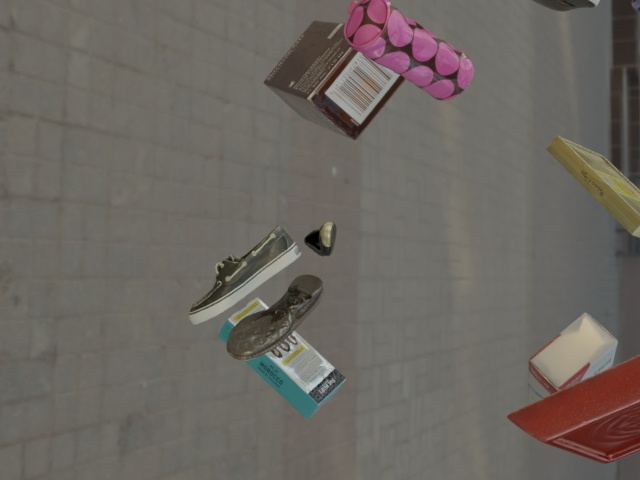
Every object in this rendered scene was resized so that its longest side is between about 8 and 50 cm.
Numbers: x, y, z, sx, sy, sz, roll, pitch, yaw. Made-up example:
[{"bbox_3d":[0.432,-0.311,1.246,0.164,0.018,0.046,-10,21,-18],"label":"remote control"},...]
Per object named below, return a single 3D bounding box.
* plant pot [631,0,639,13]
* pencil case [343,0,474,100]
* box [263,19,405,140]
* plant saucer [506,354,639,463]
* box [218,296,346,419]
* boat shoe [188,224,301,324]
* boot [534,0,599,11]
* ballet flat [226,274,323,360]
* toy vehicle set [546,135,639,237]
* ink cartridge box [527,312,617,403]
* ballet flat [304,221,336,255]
[{"bbox_3d":[0.625,-0.352,1.420,0.236,0.212,0.236,43,11,-1],"label":"plant pot"},{"bbox_3d":[0.129,-0.280,1.418,0.209,0.098,0.095,25,103,-42],"label":"pencil case"},{"bbox_3d":[0.027,-0.344,2.043,0.143,0.381,0.191,39,90,-20],"label":"box"},{"bbox_3d":[0.416,0.224,1.282,0.258,0.259,0.048,27,40,-47],"label":"plant saucer"},{"bbox_3d":[-0.076,0.228,1.913,0.100,0.244,0.060,-36,163,-46],"label":"box"},{"bbox_3d":[-0.139,0.056,1.634,0.070,0.219,0.078,54,1,-9],"label":"boat shoe"},{"bbox_3d":[0.500,-0.552,1.937,0.088,0.244,0.176,20,94,-23],"label":"boot"},{"bbox_3d":[-0.072,0.139,1.655,0.250,0.084,0.058,-43,147,-48],"label":"ballet flat"},{"bbox_3d":[0.558,-0.091,1.845,0.166,0.035,0.267,15,30,-41],"label":"toy vehicle set"},{"bbox_3d":[0.406,0.214,1.591,0.127,0.072,0.175,-37,151,-11],"label":"ink cartridge box"},{"bbox_3d":[0.000,0.000,1.764,0.173,0.049,0.058,126,-23,-79],"label":"ballet flat"}]
